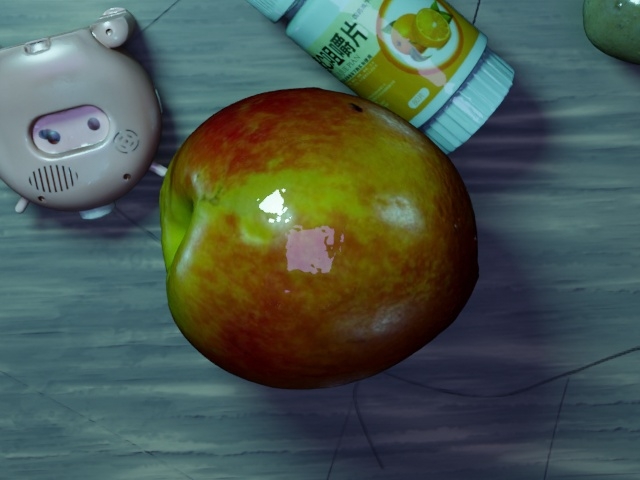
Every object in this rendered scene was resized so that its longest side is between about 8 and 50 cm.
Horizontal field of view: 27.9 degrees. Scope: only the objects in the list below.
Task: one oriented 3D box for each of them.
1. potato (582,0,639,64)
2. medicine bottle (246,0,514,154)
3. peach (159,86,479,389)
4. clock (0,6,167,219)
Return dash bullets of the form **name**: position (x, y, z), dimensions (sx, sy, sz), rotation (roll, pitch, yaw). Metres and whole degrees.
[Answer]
- **potato**: position (0.451, -0.285, 1.568), dimensions (0.262, 0.165, 0.165), rotation (-15, 103, -6)
- **medicine bottle**: position (0.075, -0.252, 1.558), dimensions (0.318, 0.158, 0.158), rotation (38, 98, -11)
- **peach**: position (0.000, 0.000, 1.510), dimensions (0.388, 0.388, 0.388), rotation (-1, 103, -3)
- **clock**: position (-0.306, -0.141, 1.576), dimensions (0.227, 0.142, 0.241), rotation (-13, 107, 0)
